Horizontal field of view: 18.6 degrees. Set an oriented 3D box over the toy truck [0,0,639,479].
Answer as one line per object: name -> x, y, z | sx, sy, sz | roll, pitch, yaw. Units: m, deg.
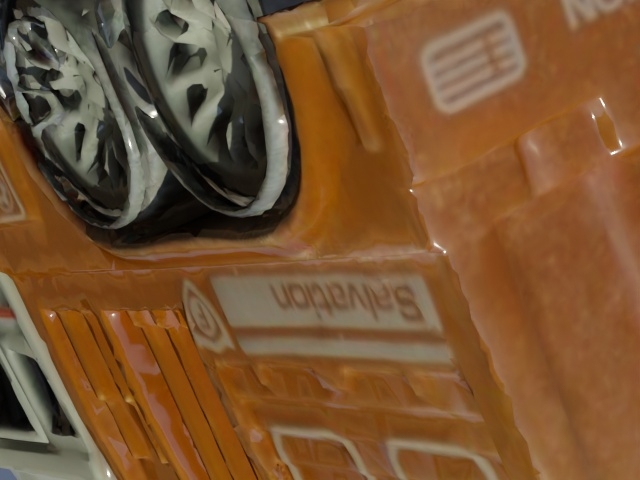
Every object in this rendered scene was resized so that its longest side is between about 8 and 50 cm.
toy truck -> 0.000, 0.000, 0.554 | 0.173, 0.207, 0.387 | -28, -169, -26
